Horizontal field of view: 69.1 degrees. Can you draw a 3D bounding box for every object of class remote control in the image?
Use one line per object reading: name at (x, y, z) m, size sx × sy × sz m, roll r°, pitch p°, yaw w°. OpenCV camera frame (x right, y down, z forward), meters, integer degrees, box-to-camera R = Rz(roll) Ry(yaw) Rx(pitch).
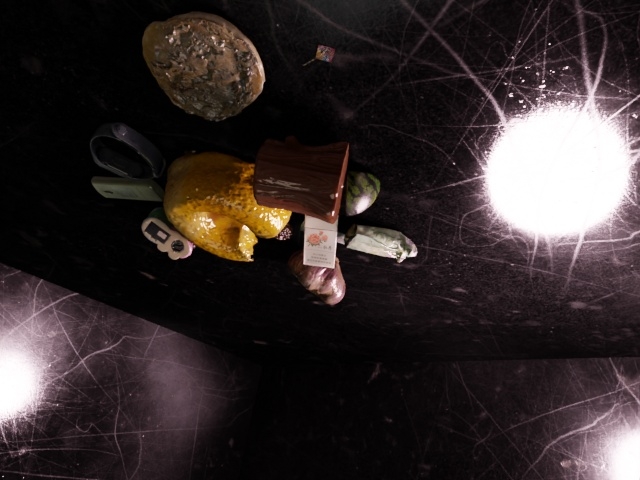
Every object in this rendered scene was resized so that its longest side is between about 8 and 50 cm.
remote control at (-0.632, -0.170, 1.535) m, size 0.234 × 0.038 × 0.098 m, roll 4°, pitch 151°, yaw 14°

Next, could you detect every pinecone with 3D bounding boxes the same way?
pinecone at (-0.135, -0.034, 1.582) m, size 0.077 × 0.077 × 0.083 m, roll 22°, pitch 150°, yaw -22°

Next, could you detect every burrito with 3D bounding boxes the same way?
burrito at (0.198, 0.005, 1.535) m, size 0.229 × 0.089 × 0.144 m, roll 14°, pitch 167°, yaw -6°

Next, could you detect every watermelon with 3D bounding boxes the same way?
watermelon at (0.108, -0.138, 1.300) m, size 0.135 × 0.125 × 0.094 m, roll -13°, pitch -161°, yaw -34°

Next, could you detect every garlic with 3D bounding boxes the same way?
garlic at (0.004, 0.118, 1.713) m, size 0.245 × 0.160 × 0.245 m, roll 46°, pitch 179°, yaw 1°

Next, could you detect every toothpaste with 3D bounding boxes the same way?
toothpaste at (0.031, -0.021, 1.598) m, size 0.205 × 0.036 × 0.056 m, roll 17°, pitch 145°, yaw -20°

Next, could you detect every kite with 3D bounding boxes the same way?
kite at (0.001, -0.376, 0.963) m, size 0.044 × 0.002 × 0.078 m, roll 24°, pitch 148°, yaw -24°

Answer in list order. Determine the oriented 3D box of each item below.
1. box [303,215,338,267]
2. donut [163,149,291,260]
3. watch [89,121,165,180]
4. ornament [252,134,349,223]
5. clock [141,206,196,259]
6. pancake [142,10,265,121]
box at (-0.001, 0.000, 1.547) m, size 0.109 × 0.029 × 0.198 m, roll 7°, pitch 122°, yaw 6°
donut at (-0.310, -0.089, 1.444) m, size 0.378 × 0.163 × 0.435 m, roll 20°, pitch 152°, yaw -17°
watch at (-0.550, -0.246, 1.333) m, size 0.206 × 0.068 × 0.193 m, roll 30°, pitch 147°, yaw -30°
ornament at (-0.049, -0.162, 1.193) m, size 0.218 × 0.235 × 0.221 m, roll 11°, pitch 128°, yaw 5°
clock at (-0.505, -0.038, 1.611) m, size 0.194 × 0.195 × 0.100 m, roll 40°, pitch 105°, yaw -9°
pancake at (-0.252, -0.370, 1.010) m, size 0.283 × 0.048 × 0.282 m, roll 8°, pitch 152°, yaw 4°
